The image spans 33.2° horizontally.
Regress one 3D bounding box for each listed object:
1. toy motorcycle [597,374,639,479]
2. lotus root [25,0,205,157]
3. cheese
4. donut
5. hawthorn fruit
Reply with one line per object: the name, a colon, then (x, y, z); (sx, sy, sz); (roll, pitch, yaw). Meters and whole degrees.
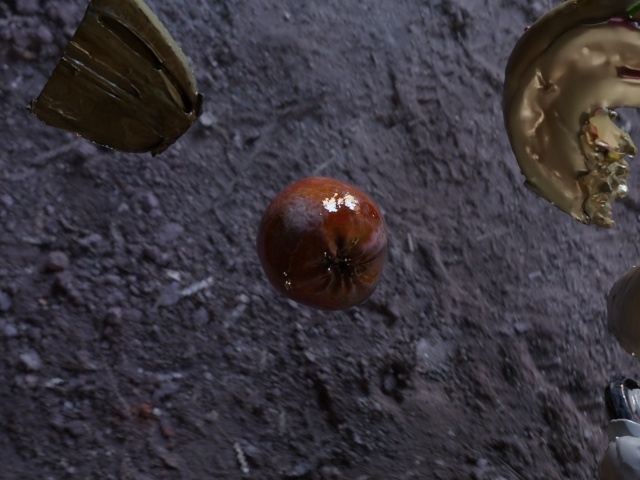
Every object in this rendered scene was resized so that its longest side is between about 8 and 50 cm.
toy motorcycle: (0.261, 0.208, 0.767); (0.074, 0.151, 0.228); (-31, 88, 28)
lotus root: (-0.182, -0.145, 0.992); (0.144, 0.070, 0.143); (38, 97, -19)
cheese: (0.471, 0.100, 1.372); (0.198, 0.189, 0.154); (23, 98, 11)
donut: (0.399, -0.191, 1.404); (0.307, 0.371, 0.150); (49, 52, -8)
hawthorn fruit: (0.000, 0.000, 1.338); (0.173, 0.173, 0.172); (-5, 71, 15)
